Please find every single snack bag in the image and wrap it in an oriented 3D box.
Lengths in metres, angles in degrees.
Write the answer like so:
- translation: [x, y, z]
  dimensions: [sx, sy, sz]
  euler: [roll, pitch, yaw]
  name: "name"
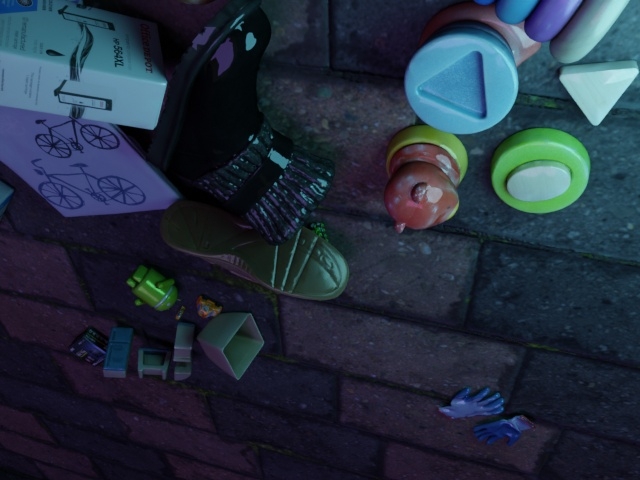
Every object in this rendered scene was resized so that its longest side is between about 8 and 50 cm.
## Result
- translation: [-0.443, -0.155, 1.025]
  dimensions: [0.323, 0.037, 0.342]
  euler: [-2, 145, 27]
  name: "snack bag"

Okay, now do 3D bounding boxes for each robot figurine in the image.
- translation: [-0.357, 0.105, 1.273]
  dimensions: [0.101, 0.067, 0.115]
  euler: [-34, 114, 29]
  name: "robot figurine"

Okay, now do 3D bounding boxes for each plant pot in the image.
- translation: [-0.205, 0.221, 1.307]
  dimensions: [0.096, 0.109, 0.109]
  euler: [13, 139, 30]
  name: "plant pot"

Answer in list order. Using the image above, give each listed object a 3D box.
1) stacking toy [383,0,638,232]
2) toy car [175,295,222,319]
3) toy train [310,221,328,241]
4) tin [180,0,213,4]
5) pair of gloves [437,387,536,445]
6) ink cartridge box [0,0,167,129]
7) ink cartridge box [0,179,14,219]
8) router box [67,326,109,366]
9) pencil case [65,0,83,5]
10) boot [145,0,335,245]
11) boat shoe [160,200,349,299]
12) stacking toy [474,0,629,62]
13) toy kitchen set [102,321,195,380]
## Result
- translation: [0.221, -0.120, 0.754]
  dimensions: [0.279, 0.130, 0.309]
  euler: [16, 138, 8]
  name: "stacking toy"
- translation: [-0.273, 0.165, 1.319]
  dimensions: [0.060, 0.040, 0.122]
  euler: [42, 134, -20]
  name: "toy car"
- translation: [0.000, 0.000, 1.054]
  dimensions: [0.023, 0.017, 0.083]
  euler: [10, 137, 29]
  name: "toy train"
- translation: [-0.197, -0.357, 0.712]
  dimensions: [0.189, 0.106, 0.040]
  euler: [33, 144, -10]
  name: "tin"
- translation: [0.363, 0.384, 1.285]
  dimensions: [0.198, 0.023, 0.159]
  euler: [36, 138, -13]
  name: "pair of gloves"
- translation: [-0.316, -0.237, 0.779]
  dimensions: [0.203, 0.148, 0.086]
  euler: [4, 139, -28]
  name: "ink cartridge box"
- translation: [-0.746, -0.080, 1.243]
  dimensions: [0.139, 0.082, 0.190]
  euler: [37, 134, -16]
  name: "ink cartridge box"
- translation: [-0.609, 0.286, 1.586]
  dimensions: [0.092, 0.038, 0.122]
  euler: [41, 135, -18]
  name: "router box"
- translation: [-0.373, -0.343, 0.817]
  dimensions: [0.088, 0.086, 0.206]
  euler: [48, 141, 24]
  name: "pencil case"
- translation: [-0.082, -0.156, 0.847]
  dimensions: [0.260, 0.131, 0.348]
  euler: [34, 142, -8]
  name: "boot"
- translation: [-0.110, 0.013, 1.059]
  dimensions: [0.341, 0.122, 0.110]
  euler: [21, 175, 6]
  name: "boat shoe"
- translation: [0.153, -0.318, 0.601]
  dimensions: [0.330, 0.141, 0.141]
  euler: [30, 138, 3]
  name: "stacking toy"
- translation: [-0.409, 0.240, 1.425]
  dimensions: [0.207, 0.122, 0.166]
  euler: [5, 138, -11]
  name: "toy kitchen set"
